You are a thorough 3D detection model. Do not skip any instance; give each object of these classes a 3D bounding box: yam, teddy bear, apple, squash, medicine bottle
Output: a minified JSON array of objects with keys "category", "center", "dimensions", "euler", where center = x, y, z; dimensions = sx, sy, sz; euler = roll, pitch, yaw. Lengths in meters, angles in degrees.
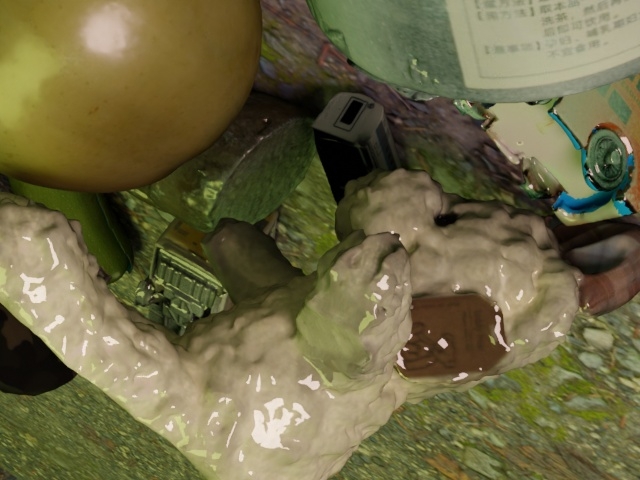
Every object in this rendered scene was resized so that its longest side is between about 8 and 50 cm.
[{"category":"yam","center":[-0.163,-0.103,1.351],"dimensions":[0.330,0.133,0.133],"euler":[22,153,25]},{"category":"teddy bear","center":[0.000,0.000,1.092],"dimensions":[0.375,0.362,0.327],"euler":[45,174,-11]},{"category":"apple","center":[-0.173,-0.155,1.132],"dimensions":[0.262,0.262,0.262],"euler":[27,154,14]},{"category":"squash","center":[-0.275,-0.054,1.625],"dimensions":[0.094,0.094,0.341],"euler":[23,157,23]},{"category":"medicine bottle","center":[0.072,-0.240,0.683],"dimensions":[0.245,0.245,0.290],"euler":[19,152,30]}]

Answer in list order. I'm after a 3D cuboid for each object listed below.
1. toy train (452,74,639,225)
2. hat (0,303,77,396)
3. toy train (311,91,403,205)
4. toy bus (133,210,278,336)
[{"category":"toy train","center":[0.153,-0.097,1.014],"dimensions":[0.188,0.099,0.072],"euler":[47,149,-24]},{"category":"hat","center":[-0.371,-0.031,1.659],"dimensions":[0.382,0.257,0.366],"euler":[25,-157,-26]},{"category":"toy train","center":[0.048,-0.036,1.313],"dimensions":[0.055,0.048,0.252],"euler":[18,157,22]},{"category":"toy bus","center":[-0.118,0.070,1.592],"dimensions":[0.097,0.138,0.342],"euler":[29,154,9]}]
